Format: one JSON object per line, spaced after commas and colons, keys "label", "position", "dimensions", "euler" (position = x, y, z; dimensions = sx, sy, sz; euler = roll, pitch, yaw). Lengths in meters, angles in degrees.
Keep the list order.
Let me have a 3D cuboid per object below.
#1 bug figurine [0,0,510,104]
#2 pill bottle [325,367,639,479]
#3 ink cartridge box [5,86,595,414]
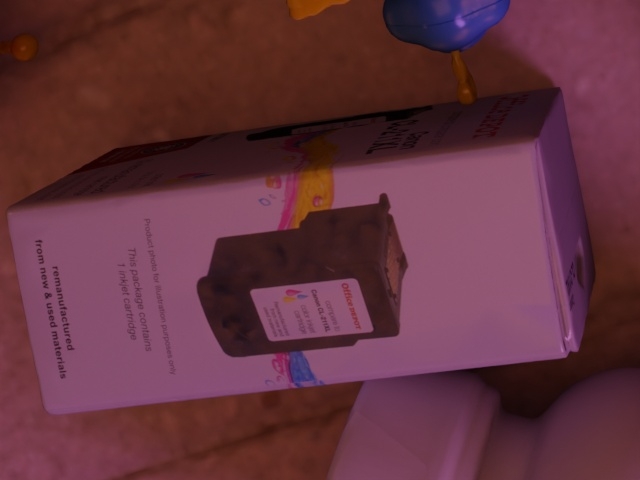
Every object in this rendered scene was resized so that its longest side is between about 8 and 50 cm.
{"label": "bug figurine", "position": [-0.067, -0.133, 0.622], "dimensions": [0.279, 0.072, 0.216], "euler": [-6, 115, 15]}
{"label": "pill bottle", "position": [0.143, 0.141, 0.630], "dimensions": [0.301, 0.169, 0.169], "euler": [17, 105, 7]}
{"label": "ink cartridge box", "position": [0.000, 0.000, 0.649], "dimensions": [0.175, 0.127, 0.072], "euler": [-8, 100, 12]}
